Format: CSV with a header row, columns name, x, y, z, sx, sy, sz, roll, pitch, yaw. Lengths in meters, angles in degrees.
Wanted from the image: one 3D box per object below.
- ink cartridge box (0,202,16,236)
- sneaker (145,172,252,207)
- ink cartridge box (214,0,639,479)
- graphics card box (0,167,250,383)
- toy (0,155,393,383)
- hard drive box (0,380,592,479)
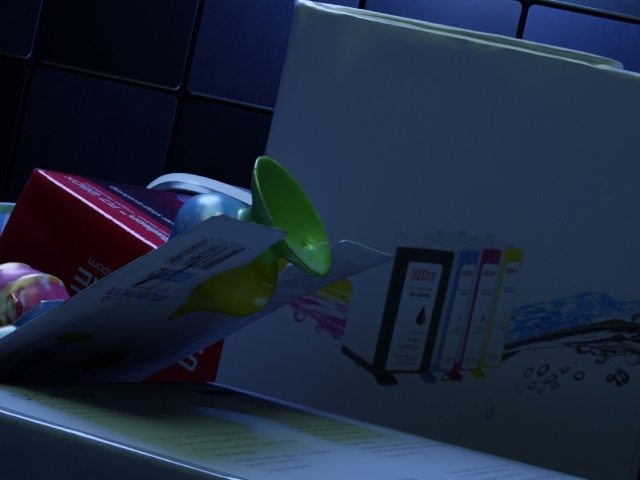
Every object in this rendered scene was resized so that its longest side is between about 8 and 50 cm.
name,x,y,z,sx,sy,sz,roll,pitch,yaw
ink cartridge box,-0.203,0.016,1.507,0.209,0.062,0.109,2,-17,24
sneaker,0.000,0.000,1.452,0.295,0.124,0.178,30,31,-18
ink cartridge box,0.056,0.036,0.803,0.168,0.233,0.171,13,1,8
graphics card box,0.006,0.063,1.155,0.233,0.094,0.371,31,11,34
toy,-0.107,0.033,0.641,0.237,0.056,0.137,-24,-14,20
hard drive box,0.016,0.108,0.563,0.232,0.089,0.181,13,2,26
